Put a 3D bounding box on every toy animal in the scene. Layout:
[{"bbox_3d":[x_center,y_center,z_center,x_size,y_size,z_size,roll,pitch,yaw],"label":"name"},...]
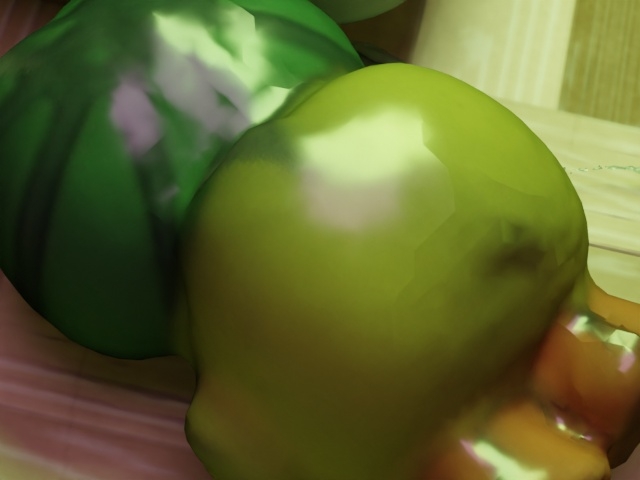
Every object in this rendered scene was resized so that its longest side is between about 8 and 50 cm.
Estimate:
[{"bbox_3d":[-0.001,-0.002,0.805,0.338,0.191,0.216,35,64,15],"label":"toy animal"}]

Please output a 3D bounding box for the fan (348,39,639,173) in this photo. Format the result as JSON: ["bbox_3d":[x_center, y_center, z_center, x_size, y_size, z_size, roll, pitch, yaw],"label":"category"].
[{"bbox_3d":[0.069,-0.035,0.951,0.310,0.010,0.182,1,57,-3],"label":"fan"}]

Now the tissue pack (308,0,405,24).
[{"bbox_3d":[-0.075,-0.239,0.927,0.333,0.229,0.236,18,68,25],"label":"tissue pack"}]
